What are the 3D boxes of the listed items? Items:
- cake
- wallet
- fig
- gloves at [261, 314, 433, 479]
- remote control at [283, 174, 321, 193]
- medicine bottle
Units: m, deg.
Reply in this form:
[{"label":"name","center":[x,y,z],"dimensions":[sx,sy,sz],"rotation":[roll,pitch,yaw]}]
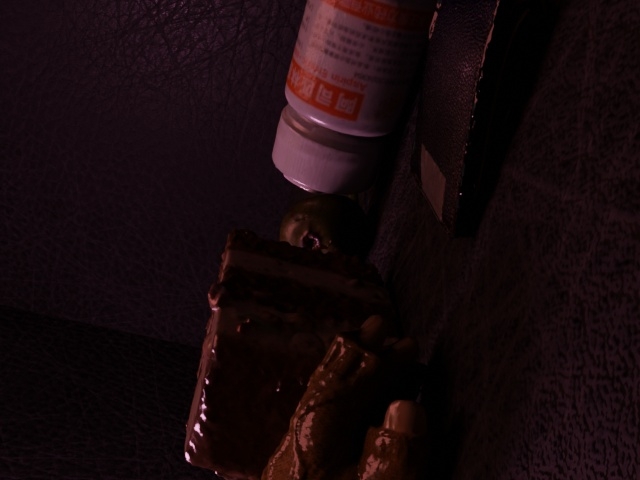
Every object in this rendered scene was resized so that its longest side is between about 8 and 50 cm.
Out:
[{"label":"cake","center":[-0.049,0.173,1.058],"dimensions":[0.290,0.255,0.282],"rotation":[-82,7,-61]},{"label":"wallet","center":[0.163,-0.158,0.837],"dimensions":[0.221,0.071,0.262],"rotation":[-105,26,-65]},{"label":"fig","center":[0.033,-0.027,1.399],"dimensions":[0.259,0.151,0.151],"rotation":[-37,-32,-61]},{"label":"gloves","center":[0.023,0.248,0.767],"dimensions":[0.203,0.155,0.357],"rotation":[154,132,-76]},{"label":"remote control","center":[0.015,-0.129,1.413],"dimensions":[0.190,0.087,0.029],"rotation":[-24,-42,-51]},{"label":"medicine bottle","center":[0.052,-0.281,1.280],"dimensions":[0.211,0.211,0.372],"rotation":[-89,15,-59]}]
